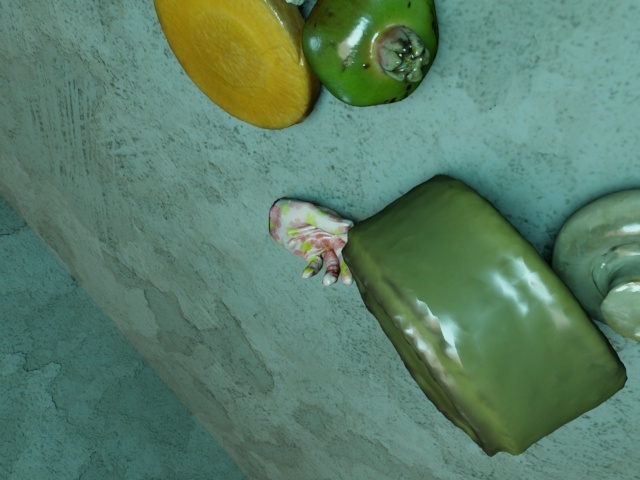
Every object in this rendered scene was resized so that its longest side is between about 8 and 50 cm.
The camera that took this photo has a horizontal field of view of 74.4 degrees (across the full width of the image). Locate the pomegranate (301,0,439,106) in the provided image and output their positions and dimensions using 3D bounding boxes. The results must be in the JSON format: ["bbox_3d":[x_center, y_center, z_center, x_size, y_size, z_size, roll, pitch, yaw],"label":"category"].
[{"bbox_3d":[0.072,-0.247,0.534,0.180,0.210,0.180,-9,131,-10],"label":"pomegranate"}]

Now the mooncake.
[{"bbox_3d":[0.217,0.103,0.643,0.394,0.246,0.393,57,-173,38],"label":"mooncake"}]

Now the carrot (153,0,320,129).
[{"bbox_3d":[-0.124,-0.317,0.681,0.307,0.100,0.258,44,150,-11],"label":"carrot"}]

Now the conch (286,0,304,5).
[{"bbox_3d":[-0.001,-0.433,0.486,0.210,0.159,0.291,25,131,20],"label":"conch"}]

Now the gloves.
[{"bbox_3d":[0.005,-0.001,0.828,0.241,0.126,0.145,29,109,20],"label":"gloves"}]

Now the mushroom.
[{"bbox_3d":[0.395,0.042,0.515,0.204,0.204,0.204,19,130,24],"label":"mushroom"}]
